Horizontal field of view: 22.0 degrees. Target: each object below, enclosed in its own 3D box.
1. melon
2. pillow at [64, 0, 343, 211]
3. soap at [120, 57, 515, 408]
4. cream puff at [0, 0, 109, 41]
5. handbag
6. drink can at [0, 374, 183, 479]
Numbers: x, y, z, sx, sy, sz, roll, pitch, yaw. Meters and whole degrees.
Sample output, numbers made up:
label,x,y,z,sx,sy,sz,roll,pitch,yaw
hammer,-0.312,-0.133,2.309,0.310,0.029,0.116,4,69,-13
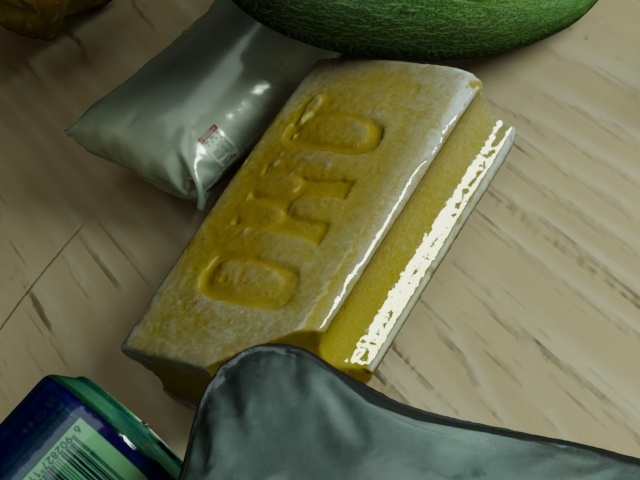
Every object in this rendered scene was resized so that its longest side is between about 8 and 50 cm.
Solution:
label,x,y,z,sx,sy,sz,roll,pitch,yaw
melon,0.046,-0.201,1.014,0.287,0.182,0.182,2,43,-8
pillow,-0.050,-0.136,1.137,0.254,0.078,0.144,-48,44,-15
soap,0.000,0.000,0.976,0.140,0.073,0.232,9,58,46
cream puff,-0.248,-0.268,1.316,0.244,0.196,0.244,8,16,-2
handbag,0.048,0.165,0.738,0.332,0.075,0.191,16,72,27
drink can,-0.167,0.176,0.891,0.205,0.118,0.118,-47,41,-13
